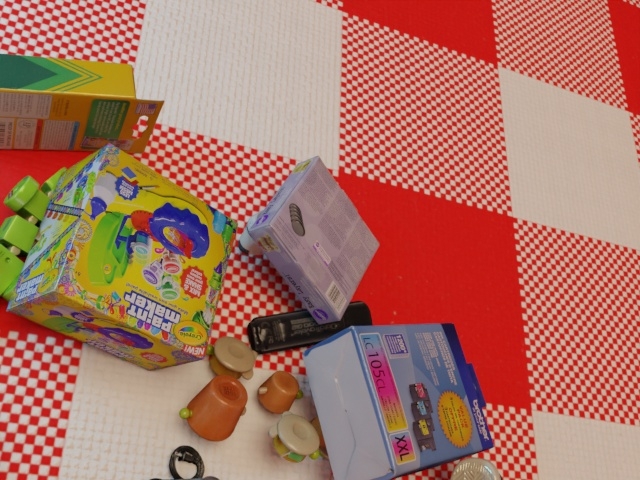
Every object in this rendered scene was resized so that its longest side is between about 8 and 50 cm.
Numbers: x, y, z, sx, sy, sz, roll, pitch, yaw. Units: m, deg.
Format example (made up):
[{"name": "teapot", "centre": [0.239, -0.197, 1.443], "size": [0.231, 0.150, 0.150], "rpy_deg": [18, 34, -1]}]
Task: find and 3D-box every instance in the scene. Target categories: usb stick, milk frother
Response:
[{"name": "usb stick", "centre": [-0.015, 0.177, 1.474], "size": [0.277, 0.045, 0.077], "rpy_deg": [-6, 77, -28]}, {"name": "milk frother", "centre": [-0.216, 0.413, 1.207], "size": [0.129, 0.134, 0.143], "rpy_deg": [30, 54, -48]}]

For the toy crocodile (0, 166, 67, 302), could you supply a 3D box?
[{"name": "toy crocodile", "centre": [-0.540, 0.001, 1.271], "size": [0.115, 0.105, 0.341], "rpy_deg": [43, 58, -29]}]

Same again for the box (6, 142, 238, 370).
[{"name": "box", "centre": [-0.332, 0.041, 1.253], "size": [0.290, 0.177, 0.279], "rpy_deg": [33, 54, -36]}]

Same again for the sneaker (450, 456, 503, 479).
[{"name": "sneaker", "centre": [0.296, 0.604, 1.384], "size": [0.148, 0.131, 0.350], "rpy_deg": [39, 65, -57]}]

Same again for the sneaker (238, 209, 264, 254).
[{"name": "sneaker", "centre": [-0.078, -0.028, 1.519], "size": [0.258, 0.091, 0.094], "rpy_deg": [-10, 65, -51]}]

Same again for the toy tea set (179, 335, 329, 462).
[{"name": "toy tea set", "centre": [-0.102, 0.335, 1.339], "size": [0.336, 0.124, 0.200], "rpy_deg": [32, 27, -5]}]

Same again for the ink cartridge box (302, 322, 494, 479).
[{"name": "ink cartridge box", "centre": [0.175, 0.307, 1.396], "size": [0.395, 0.151, 0.270], "rpy_deg": [6, 62, -49]}]

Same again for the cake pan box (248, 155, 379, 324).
[{"name": "cake pan box", "centre": [0.000, 0.000, 1.460], "size": [0.267, 0.070, 0.246], "rpy_deg": [53, 44, -23]}]

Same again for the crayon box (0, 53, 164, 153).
[{"name": "crayon box", "centre": [-0.480, -0.252, 1.356], "size": [0.322, 0.203, 0.083], "rpy_deg": [-1, 67, -27]}]
